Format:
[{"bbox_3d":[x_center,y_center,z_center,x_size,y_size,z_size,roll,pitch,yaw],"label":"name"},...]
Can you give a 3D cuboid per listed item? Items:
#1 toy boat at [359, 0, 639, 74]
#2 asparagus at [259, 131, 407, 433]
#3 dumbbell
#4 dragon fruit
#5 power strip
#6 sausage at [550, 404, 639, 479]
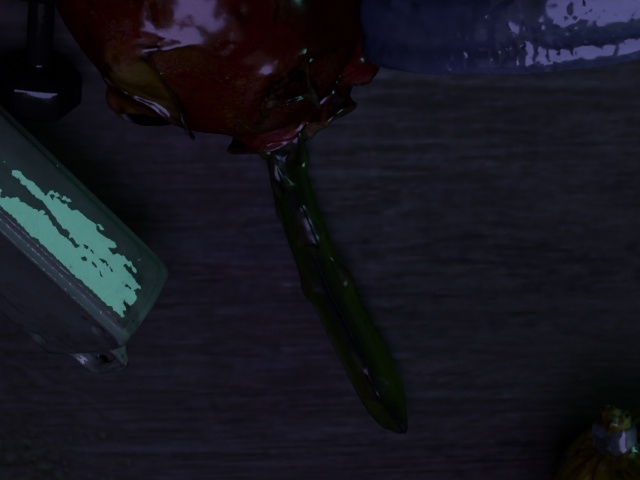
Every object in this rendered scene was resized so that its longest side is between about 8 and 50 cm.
[{"bbox_3d":[0.150,-0.129,0.777,0.283,0.127,0.078,-13,122,-4],"label":"toy boat"},{"bbox_3d":[0.001,0.000,0.920,0.034,0.027,0.236,-18,122,3],"label":"asparagus"},{"bbox_3d":[-0.123,-0.094,0.847,0.036,0.040,0.083,-14,129,-31],"label":"dumbbell"},{"bbox_3d":[-0.070,-0.142,0.786,0.125,0.125,0.246,-27,102,16],"label":"dragon fruit"},{"bbox_3d":[-0.172,-0.041,0.854,0.078,0.052,0.272,-8,135,50],"label":"power strip"},{"bbox_3d":[0.208,0.216,1.015,0.123,0.123,0.347,-22,121,11],"label":"sausage"}]
